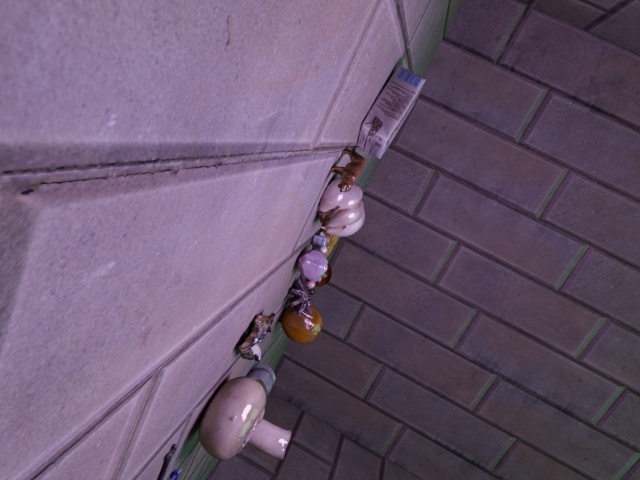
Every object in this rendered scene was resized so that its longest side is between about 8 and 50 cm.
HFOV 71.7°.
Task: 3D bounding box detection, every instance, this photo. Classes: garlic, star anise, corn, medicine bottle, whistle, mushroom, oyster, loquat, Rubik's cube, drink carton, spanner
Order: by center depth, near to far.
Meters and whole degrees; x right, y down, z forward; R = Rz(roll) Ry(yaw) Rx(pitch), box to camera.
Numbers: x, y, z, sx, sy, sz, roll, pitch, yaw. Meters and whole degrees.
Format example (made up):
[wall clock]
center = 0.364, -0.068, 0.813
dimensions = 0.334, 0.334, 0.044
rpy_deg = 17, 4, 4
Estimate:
[spanner]
center = -0.499, 0.737, 1.409
dimensions = 0.254, 0.015, 0.054
rpy_deg = -65, 171, 26
[whistle]
center = -0.530, 0.857, 1.618
dimensions = 0.033, 0.029, 0.083
rpy_deg = -29, 177, -2
[mushroom]
center = -0.265, 0.681, 1.642
dimensions = 0.314, 0.336, 0.314
rpy_deg = -63, -177, 5
[oyster]
center = -0.237, 0.364, 1.647
dimensions = 0.259, 0.092, 0.198
rpy_deg = -74, -171, -73
[garlic]
center = 0.085, -0.110, 1.773
dimensions = 0.203, 0.185, 0.281
rpy_deg = -40, 169, -16
[drink carton]
center = 0.283, -0.523, 1.811
dimensions = 0.324, 0.132, 0.194
rpy_deg = -59, 174, -14
[Rubik's cube]
center = 0.001, 0.003, 2.062
dimensions = 0.084, 0.075, 0.073
rpy_deg = -64, 171, 7
[corn]
center = 0.028, -0.001, 2.184
dimensions = 0.106, 0.106, 0.293
rpy_deg = -55, 175, -50
[star anise]
center = -0.096, 0.294, 2.238
dimensions = 0.209, 0.089, 0.231
rpy_deg = -8, 95, -53
[medicine bottle]
center = -0.323, 0.748, 2.339
dimensions = 0.147, 0.147, 0.143
rpy_deg = -64, 177, 17
[loquat]
center = -0.100, 0.439, 2.379
dimensions = 0.193, 0.238, 0.238
rpy_deg = -55, 171, -47

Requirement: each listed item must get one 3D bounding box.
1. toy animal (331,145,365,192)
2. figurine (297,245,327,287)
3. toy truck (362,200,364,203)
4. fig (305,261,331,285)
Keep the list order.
[toy animal]
center = 0.104, -0.263, 1.610
dimensions = 0.241, 0.099, 0.057
rpy_deg = -57, 173, -35
[figurine]
center = -0.037, 0.112, 1.996
dimensions = 0.276, 0.133, 0.200
rpy_deg = 109, 2, -82
[toy truck]
center = 0.128, -0.124, 2.330
dimensions = 0.272, 0.124, 0.157
rpy_deg = -54, 170, -52
[fig]
center = -0.005, 0.161, 2.349
dimensions = 0.202, 0.148, 0.149
rpy_deg = -35, 128, -56
